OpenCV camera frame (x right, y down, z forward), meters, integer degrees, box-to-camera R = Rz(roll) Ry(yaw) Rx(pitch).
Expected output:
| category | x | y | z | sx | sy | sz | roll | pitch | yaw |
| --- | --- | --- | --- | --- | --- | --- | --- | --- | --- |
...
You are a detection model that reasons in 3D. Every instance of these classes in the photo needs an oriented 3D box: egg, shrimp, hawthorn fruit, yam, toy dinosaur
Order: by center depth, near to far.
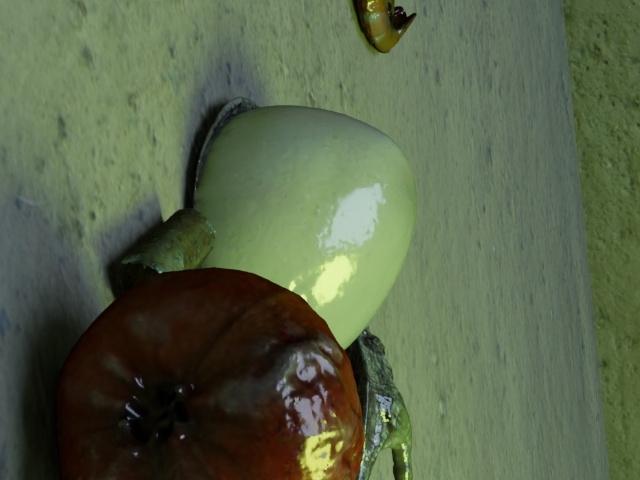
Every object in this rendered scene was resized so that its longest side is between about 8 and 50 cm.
| category | x | y | z | sx | sy | sz | roll | pitch | yaw |
| --- | --- | --- | --- | --- | --- | --- | --- | --- | --- |
| hawthorn fruit | -0.068 | 0.149 | 1.208 | 0.272 | 0.242 | 0.242 | 37 | 49 | -63 |
| yam | -0.131 | 0.016 | 1.341 | 0.132 | 0.054 | 0.054 | -53 | 133 | -64 |
| egg | -0.002 | -0.004 | 1.527 | 0.264 | 0.174 | 0.286 | 57 | 36 | -44 |
| toy dinosaur | 0.049 | 0.164 | 1.723 | 0.162 | 0.077 | 0.294 | 69 | 6 | -62 |
| shrimp | 0.098 | -0.333 | 2.074 | 0.248 | 0.068 | 0.150 | -48 | 141 | -58 |
